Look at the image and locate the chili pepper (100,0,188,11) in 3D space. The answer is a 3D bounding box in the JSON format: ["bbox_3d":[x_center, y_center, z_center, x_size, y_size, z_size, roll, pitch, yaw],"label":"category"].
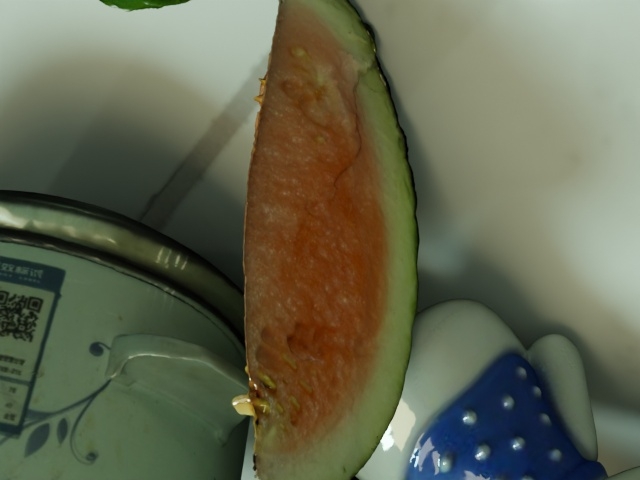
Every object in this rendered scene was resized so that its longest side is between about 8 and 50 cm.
[{"bbox_3d":[-0.110,-0.190,0.515,0.072,0.073,0.204,9,127,42],"label":"chili pepper"}]

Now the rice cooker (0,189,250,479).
[{"bbox_3d":[-0.161,0.118,0.629,0.316,0.317,0.264,-22,137,39],"label":"rice cooker"}]

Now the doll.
[{"bbox_3d":[0.104,0.117,0.560,0.293,0.138,0.119,38,152,25],"label":"doll"}]

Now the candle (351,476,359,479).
[{"bbox_3d":[0.033,0.282,0.689,0.221,0.221,0.342,31,136,6],"label":"candle"}]

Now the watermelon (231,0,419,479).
[{"bbox_3d":[-0.006,0.000,0.523,0.063,0.245,0.119,-6,158,25],"label":"watermelon"}]
